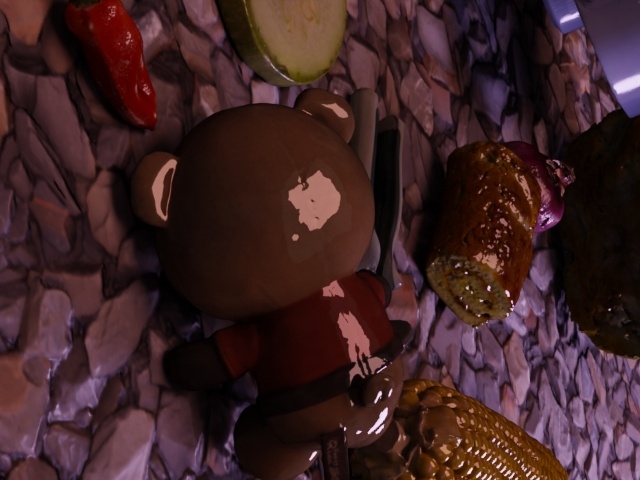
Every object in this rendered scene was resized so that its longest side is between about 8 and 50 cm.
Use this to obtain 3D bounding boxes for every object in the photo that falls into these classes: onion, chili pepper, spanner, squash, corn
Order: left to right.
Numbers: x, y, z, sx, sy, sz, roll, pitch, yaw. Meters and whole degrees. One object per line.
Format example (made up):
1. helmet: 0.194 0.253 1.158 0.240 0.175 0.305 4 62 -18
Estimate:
1. chili pepper: -0.168 -0.155 1.601 0.059 0.050 0.191 -96 165 -45
2. squash: -0.035 -0.254 1.897 0.219 0.041 0.219 27 58 -57
3. spanner: 0.049 0.001 1.978 0.095 0.040 0.324 42 44 -48
4. corn: 0.151 0.232 1.997 0.387 0.144 0.144 26 59 -58
5. onion: 0.248 -0.066 2.314 0.115 0.104 0.115 -20 90 -77

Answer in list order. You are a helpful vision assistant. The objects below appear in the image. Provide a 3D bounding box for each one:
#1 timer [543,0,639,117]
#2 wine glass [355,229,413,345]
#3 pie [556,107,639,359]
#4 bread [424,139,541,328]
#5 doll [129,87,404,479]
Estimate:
1. timer: 0.348 -0.327 2.373 0.395 0.173 0.395 61 12 -24
2. wine glass: 0.000 0.000 1.819 0.103 0.103 0.231 -50 122 -56
3. pie: 0.485 -0.030 2.411 0.180 0.418 0.395 11 64 -43
4. bread: 0.180 -0.010 2.165 0.132 0.103 0.172 48 45 -36
5. doll: -0.026 0.045 1.670 0.235 0.174 0.330 -24 99 -26
